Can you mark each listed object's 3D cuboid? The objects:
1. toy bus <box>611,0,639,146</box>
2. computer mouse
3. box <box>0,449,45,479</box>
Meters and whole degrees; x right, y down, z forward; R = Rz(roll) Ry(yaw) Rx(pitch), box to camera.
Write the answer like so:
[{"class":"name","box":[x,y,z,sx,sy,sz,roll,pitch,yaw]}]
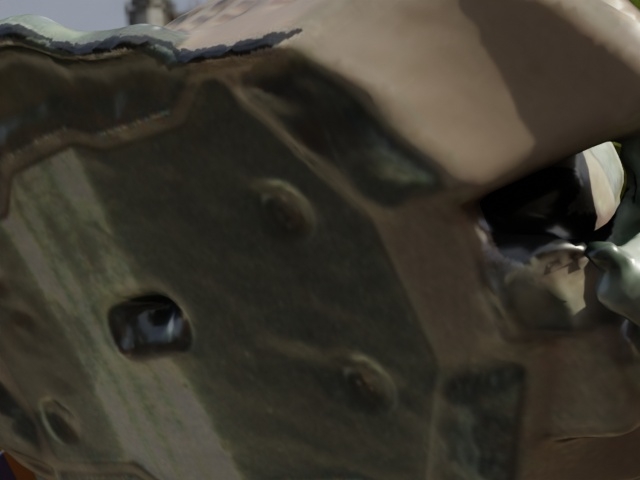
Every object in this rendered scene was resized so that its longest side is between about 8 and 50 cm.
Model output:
[{"class":"toy bus","box":[0.144,-0.165,0.582,0.150,0.128,0.262,15,-48,6]},{"class":"computer mouse","box":[0.003,-0.003,0.445,0.389,0.115,0.199,-10,-66,44]},{"class":"box","box":[-0.069,0.160,0.873,0.299,0.200,0.106,-41,-13,37]}]
